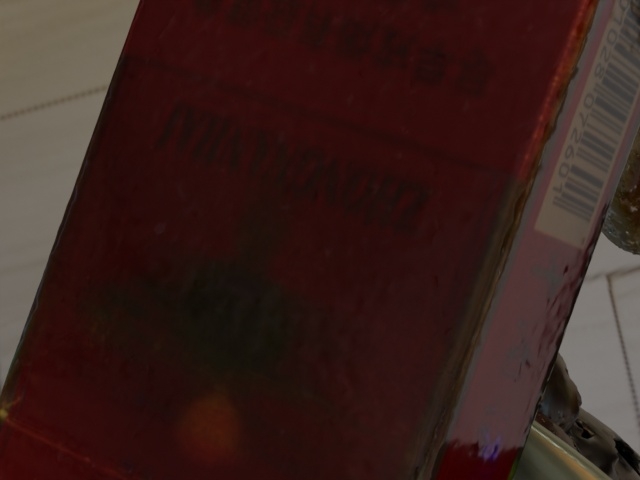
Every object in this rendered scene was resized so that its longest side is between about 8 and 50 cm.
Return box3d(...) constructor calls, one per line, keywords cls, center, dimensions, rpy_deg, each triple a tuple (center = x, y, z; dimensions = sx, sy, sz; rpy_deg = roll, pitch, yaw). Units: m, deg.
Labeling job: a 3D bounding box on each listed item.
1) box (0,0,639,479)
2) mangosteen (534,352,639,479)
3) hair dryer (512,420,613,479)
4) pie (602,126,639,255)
box3d(cls="box", center=(0.000, -0.001, 0.616), dimensions=(0.197, 0.089, 0.313), rpy_deg=(20, 90, 31))
box3d(cls="mangosteen", center=(0.115, 0.273, 1.361), dimensions=(0.381, 0.381, 0.421), rpy_deg=(-23, 115, 10))
box3d(cls="hair dryer", center=(0.123, 0.120, 0.679), dimensions=(0.237, 0.206, 0.075), rpy_deg=(40, 95, -2))
box3d(cls="pie", center=(0.336, -0.074, 1.469), dimensions=(0.163, 0.079, 0.193), rpy_deg=(40, 91, -24))
